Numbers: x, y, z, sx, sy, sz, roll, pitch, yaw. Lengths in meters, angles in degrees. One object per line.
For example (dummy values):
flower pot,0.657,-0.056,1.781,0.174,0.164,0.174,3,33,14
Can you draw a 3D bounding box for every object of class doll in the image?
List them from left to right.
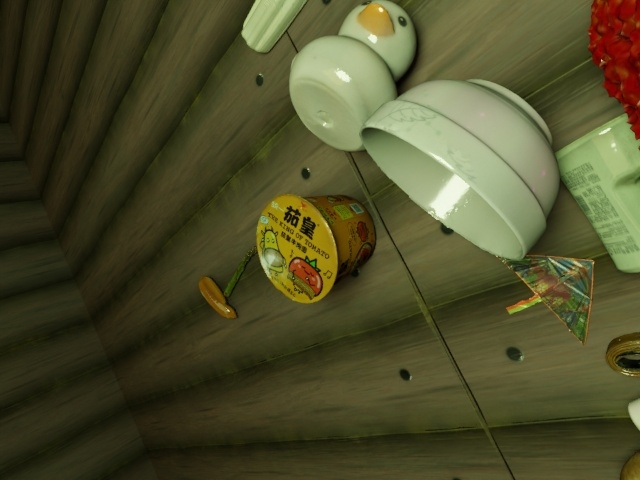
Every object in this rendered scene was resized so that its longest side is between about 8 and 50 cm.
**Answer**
doll,0.066,-0.281,0.696,0.221,0.221,0.251,53,166,16

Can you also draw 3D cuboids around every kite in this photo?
kite,0.362,0.079,0.651,0.190,0.010,0.159,51,132,18

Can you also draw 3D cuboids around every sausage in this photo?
sausage,-0.326,0.181,1.280,0.183,0.054,0.062,49,159,16

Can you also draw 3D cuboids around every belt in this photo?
belt,0.453,0.164,0.579,0.083,0.036,0.059,-27,87,44

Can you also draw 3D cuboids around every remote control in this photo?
remote control,-0.086,-0.492,0.837,0.230,0.049,0.090,-36,81,41

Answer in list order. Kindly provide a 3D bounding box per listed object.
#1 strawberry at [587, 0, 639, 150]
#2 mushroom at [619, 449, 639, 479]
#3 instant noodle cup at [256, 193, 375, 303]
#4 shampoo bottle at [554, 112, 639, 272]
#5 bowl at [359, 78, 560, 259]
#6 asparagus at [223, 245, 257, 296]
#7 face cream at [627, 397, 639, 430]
strawberry,0.420,-0.200,0.355,0.292,0.292,0.343,-25,72,44
mushroom,0.537,0.376,0.501,0.278,0.146,0.278,24,124,41
instant noodle cup,0.000,0.000,0.840,0.216,0.172,0.215,15,113,38
shampoo bottle,0.403,-0.036,0.519,0.234,0.087,0.118,62,152,7
bowl,0.207,-0.115,0.577,0.287,0.287,0.143,41,91,25
asparagus,-0.233,0.089,1.186,0.025,0.024,0.248,24,131,-16
face cream,0.510,0.170,0.492,0.082,0.082,0.269,49,128,19
